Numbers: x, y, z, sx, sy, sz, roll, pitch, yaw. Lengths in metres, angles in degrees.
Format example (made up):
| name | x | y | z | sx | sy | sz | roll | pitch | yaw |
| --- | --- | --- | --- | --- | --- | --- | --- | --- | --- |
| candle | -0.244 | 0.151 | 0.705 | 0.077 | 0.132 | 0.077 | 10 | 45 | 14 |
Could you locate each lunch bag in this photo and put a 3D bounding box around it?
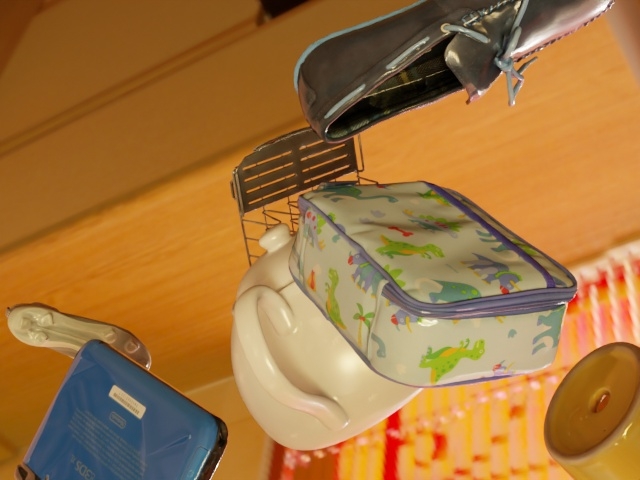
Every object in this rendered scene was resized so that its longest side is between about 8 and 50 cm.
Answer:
| name | x | y | z | sx | sy | sz | roll | pitch | yaw |
| --- | --- | --- | --- | --- | --- | --- | --- | --- | --- |
| lunch bag | 0.086 | 0.026 | 0.888 | 0.176 | 0.090 | 0.219 | -2 | -153 | -27 |

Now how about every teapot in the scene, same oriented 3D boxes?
| name | x | y | z | sx | sy | sz | roll | pitch | yaw |
| --- | --- | --- | --- | --- | --- | --- | --- | --- | --- |
| teapot | 0.003 | 0.068 | 1.063 | 0.252 | 0.256 | 0.187 | -39 | -78 | -23 |

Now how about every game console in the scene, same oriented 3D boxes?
| name | x | y | z | sx | sy | sz | roll | pitch | yaw |
| --- | --- | --- | --- | --- | --- | --- | --- | --- | --- |
| game console | -0.172 | 0.273 | 1.117 | 0.173 | 0.293 | 0.250 | 31 | -97 | -38 |

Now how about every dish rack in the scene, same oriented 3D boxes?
| name | x | y | z | sx | sy | sz | roll | pitch | yaw |
| --- | --- | --- | --- | --- | --- | --- | --- | --- | --- |
| dish rack | 0.000 | 0.000 | 1.331 | 0.208 | 0.074 | 0.272 | -23 | -66 | -34 |

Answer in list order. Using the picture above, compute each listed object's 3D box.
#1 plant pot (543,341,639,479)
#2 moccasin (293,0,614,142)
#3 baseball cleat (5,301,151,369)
| name | x | y | z | sx | sy | sz | roll | pitch | yaw |
| --- | --- | --- | --- | --- | --- | --- | --- | --- | --- |
| plant pot | 0.407 | 0.248 | 1.306 | 0.239 | 0.254 | 0.254 | 36 | -144 | -17 |
| moccasin | 0.144 | -0.183 | 1.126 | 0.138 | 0.342 | 0.117 | 46 | -154 | -49 |
| baseball cleat | -0.333 | 0.128 | 1.520 | 0.205 | 0.072 | 0.109 | 28 | 180 | -26 |
